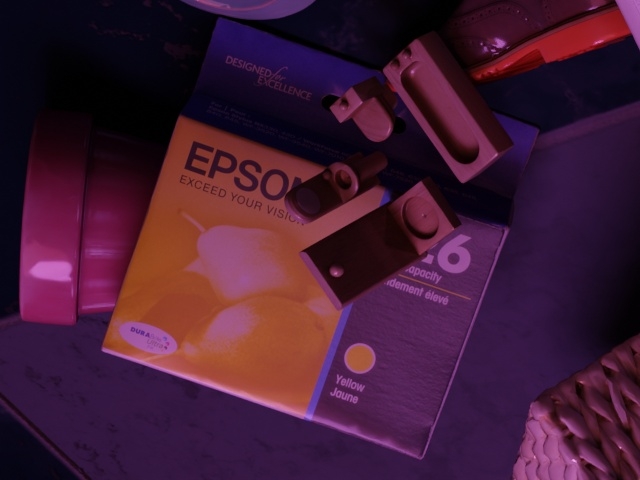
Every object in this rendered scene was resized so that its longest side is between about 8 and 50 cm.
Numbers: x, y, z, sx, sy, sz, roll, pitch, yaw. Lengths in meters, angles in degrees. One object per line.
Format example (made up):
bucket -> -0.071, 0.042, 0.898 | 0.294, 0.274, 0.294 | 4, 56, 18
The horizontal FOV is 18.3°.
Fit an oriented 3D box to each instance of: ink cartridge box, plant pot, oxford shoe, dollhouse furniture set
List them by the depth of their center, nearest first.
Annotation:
dollhouse furniture set -> 0.052, -0.056, 1.599 | 0.144, 0.123, 0.151 | 56, 135, 5
oxford shoe -> 0.152, -0.184, 1.613 | 0.271, 0.097, 0.098 | -15, 94, 43
ink cartridge box -> 0.000, 0.000, 1.734 | 0.304, 0.072, 0.307 | 19, 102, 1
plant pot -> -0.181, -0.017, 1.853 | 0.180, 0.201, 0.201 | 5, 139, -5

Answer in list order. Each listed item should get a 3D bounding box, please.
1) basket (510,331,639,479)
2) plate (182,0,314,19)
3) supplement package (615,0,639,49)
basket -> 0.346, 0.236, 1.672 | 0.328, 0.266, 0.331 | 58, 169, 19
plate -> -0.082, -0.244, 1.661 | 0.188, 0.024, 0.188 | 11, 144, 8
supplement package -> 0.266, -0.260, 1.423 | 0.139, 0.134, 0.244 | -9, 131, 31
